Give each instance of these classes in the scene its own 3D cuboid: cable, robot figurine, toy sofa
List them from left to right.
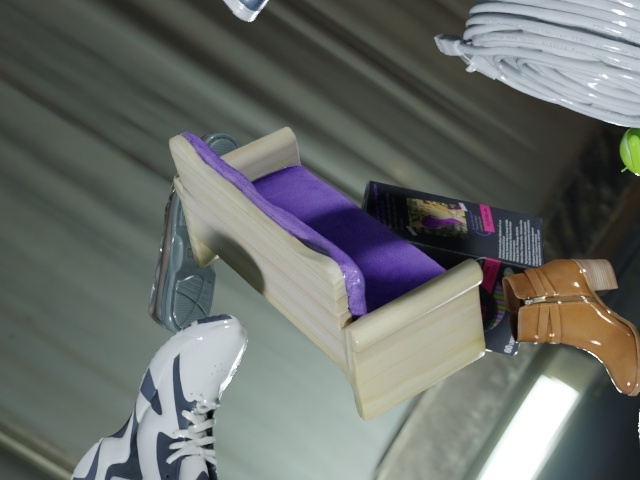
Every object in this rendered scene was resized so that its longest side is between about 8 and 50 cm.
[{"bbox_3d":[0.000,0.000,1.512,0.150,0.177,0.362,-26,-142,-22],"label":"toy sofa"},{"bbox_3d":[0.258,-0.170,1.358,0.089,0.257,0.257,-69,-163,-2],"label":"cable"},{"bbox_3d":[0.400,-0.117,1.769,0.101,0.067,0.115,-40,179,-38],"label":"robot figurine"}]

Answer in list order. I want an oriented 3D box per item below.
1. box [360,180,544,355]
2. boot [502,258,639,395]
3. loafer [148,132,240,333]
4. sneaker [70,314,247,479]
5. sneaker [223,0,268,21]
[{"bbox_3d":[0.177,0.040,2.197,0.143,0.270,0.165,-79,-178,-55],"label":"box"},{"bbox_3d":[0.323,0.119,1.939,0.073,0.152,0.197,117,-39,-59],"label":"boot"},{"bbox_3d":[-0.176,-0.013,1.963,0.084,0.096,0.268,11,-92,49],"label":"loafer"},{"bbox_3d":[-0.118,0.196,1.405,0.235,0.094,0.153,-48,-126,0],"label":"sneaker"},{"bbox_3d":[-0.133,-0.472,2.310,0.163,0.226,0.086,-43,-178,33],"label":"sneaker"}]
